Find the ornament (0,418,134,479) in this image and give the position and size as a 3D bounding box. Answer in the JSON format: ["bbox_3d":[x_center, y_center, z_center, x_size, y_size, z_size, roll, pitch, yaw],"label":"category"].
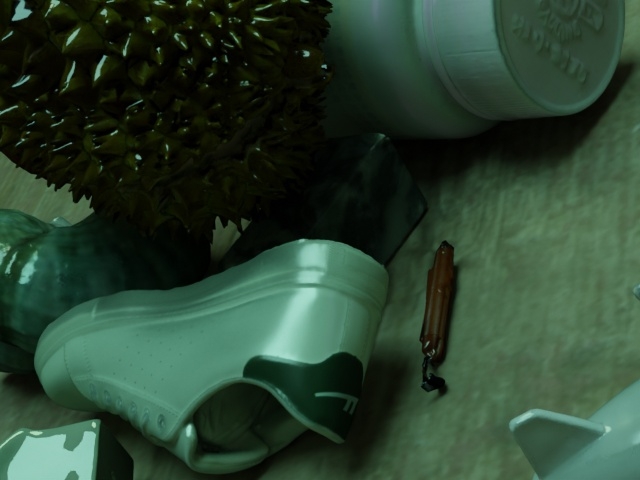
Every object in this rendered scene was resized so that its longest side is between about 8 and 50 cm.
[{"bbox_3d":[-0.281,0.209,1.292,0.285,0.130,0.120,-13,47,32],"label":"ornament"}]

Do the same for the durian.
[{"bbox_3d":[-0.148,-0.175,1.340,0.384,0.347,0.347,14,51,36],"label":"durian"}]

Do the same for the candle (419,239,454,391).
[{"bbox_3d":[0.090,0.062,1.262,0.026,0.021,0.167,-47,19,34],"label":"candle"}]

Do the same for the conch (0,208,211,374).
[{"bbox_3d":[-0.235,0.034,1.493,0.277,0.195,0.220,-46,-4,24],"label":"conch"}]

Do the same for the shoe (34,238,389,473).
[{"bbox_3d":[-0.101,0.120,1.276,0.363,0.132,0.160,-18,51,39],"label":"shoe"}]

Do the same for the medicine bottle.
[{"bbox_3d":[0.071,-0.196,1.486,0.379,0.213,0.213,2,44,46],"label":"medicine bottle"}]

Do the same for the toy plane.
[{"bbox_3d":[0.240,0.099,0.954,0.252,0.118,0.252,-22,31,14],"label":"toy plane"}]

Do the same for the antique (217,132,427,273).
[{"bbox_3d":[0.000,0.000,1.381,0.088,0.086,0.183,-2,41,45],"label":"antique"}]
